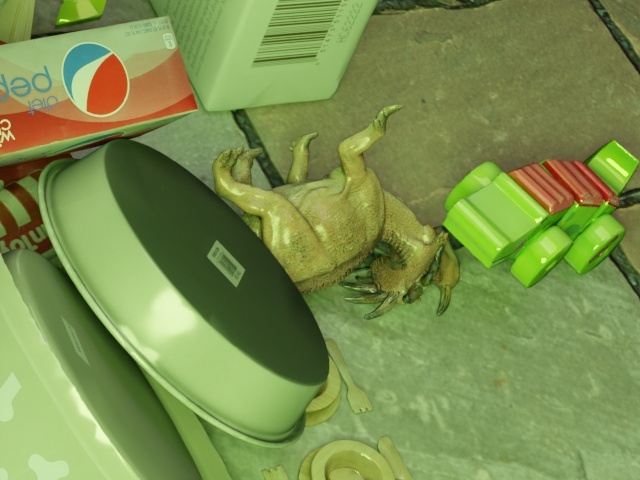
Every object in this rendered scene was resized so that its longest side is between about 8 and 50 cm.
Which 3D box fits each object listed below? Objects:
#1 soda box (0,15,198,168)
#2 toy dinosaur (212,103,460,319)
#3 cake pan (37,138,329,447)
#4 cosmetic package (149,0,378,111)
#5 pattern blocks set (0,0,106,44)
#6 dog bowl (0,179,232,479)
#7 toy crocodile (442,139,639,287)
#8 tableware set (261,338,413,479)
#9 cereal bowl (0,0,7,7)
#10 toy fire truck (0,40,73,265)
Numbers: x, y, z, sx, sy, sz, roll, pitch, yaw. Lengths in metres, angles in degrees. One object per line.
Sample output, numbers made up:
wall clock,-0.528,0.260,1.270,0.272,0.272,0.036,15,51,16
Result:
soda box,-0.228,-0.104,1.153,0.263,0.092,0.083,-19,91,-40
toy dinosaur,0.000,0.000,1.379,0.296,0.127,0.200,-16,91,-16
cake pan,-0.096,0.032,1.190,0.293,0.054,0.293,45,14,-15
cosmetic package,-0.107,-0.378,1.572,0.162,0.230,0.453,-10,57,-31
pattern blocks set,-0.336,-0.270,1.411,0.285,0.026,0.324,22,78,-8
dog bowl,-0.172,0.127,1.062,0.102,0.349,0.348,-34,65,1
toy crocodile,0.222,-0.034,1.470,0.115,0.105,0.340,48,27,19
tableware set,0.004,0.160,1.289,0.128,0.039,0.194,-11,57,-31
cereal bowl,-0.393,-0.257,1.271,0.339,0.141,0.339,1,44,-1
toy fire truck,-0.306,-0.001,1.223,0.302,0.169,0.254,-34,89,-39
